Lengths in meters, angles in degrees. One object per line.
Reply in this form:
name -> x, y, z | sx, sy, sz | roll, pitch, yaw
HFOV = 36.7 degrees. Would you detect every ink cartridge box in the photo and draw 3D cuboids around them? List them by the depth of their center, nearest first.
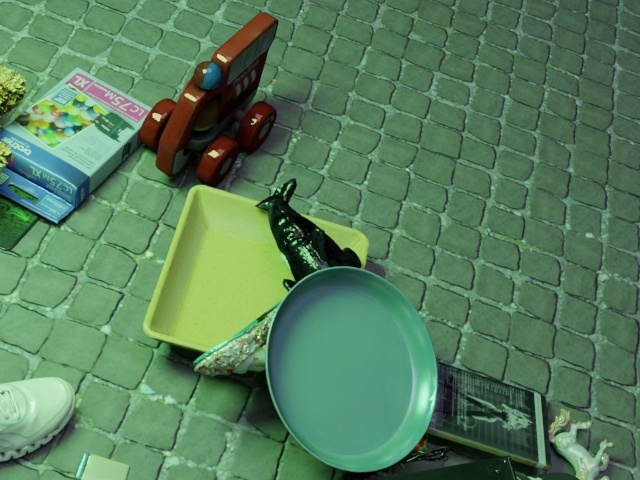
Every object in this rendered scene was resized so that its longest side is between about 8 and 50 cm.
ink cartridge box -> -0.459, -0.179, 1.751 | 0.186, 0.065, 0.311 | 29, 51, 7

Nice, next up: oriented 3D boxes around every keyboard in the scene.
keyboard -> 0.131, 0.370, 1.430 | 0.317, 0.033, 0.201 | -11, 20, 6

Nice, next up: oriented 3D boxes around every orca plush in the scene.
orca plush -> 0.000, 0.000, 1.623 | 0.151, 0.102, 0.287 | -8, 56, -23

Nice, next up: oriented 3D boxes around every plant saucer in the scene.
plant saucer -> 0.045, 0.199, 1.494 | 0.318, 0.044, 0.317 | 12, 68, -30
plant saucer -> -0.104, 0.088, 1.641 | 0.333, 0.081, 0.332 | 17, 50, -5

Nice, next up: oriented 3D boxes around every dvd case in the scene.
dvd case -> 0.277, 0.289, 1.615 | 0.221, 0.018, 0.164 | 18, 35, -4

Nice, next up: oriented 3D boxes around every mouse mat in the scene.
mouse mat -> -0.576, -0.072, 1.669 | 0.190, 0.007, 0.152 | 26, 50, 5

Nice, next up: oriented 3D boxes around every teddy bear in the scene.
teddy bear -> -0.610, -0.197, 1.638 | 0.113, 0.245, 0.338 | 35, 42, -42

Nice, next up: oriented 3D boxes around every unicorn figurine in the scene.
unicorn figurine -> 0.444, 0.364, 1.616 | 0.111, 0.060, 0.162 | -31, 51, -33

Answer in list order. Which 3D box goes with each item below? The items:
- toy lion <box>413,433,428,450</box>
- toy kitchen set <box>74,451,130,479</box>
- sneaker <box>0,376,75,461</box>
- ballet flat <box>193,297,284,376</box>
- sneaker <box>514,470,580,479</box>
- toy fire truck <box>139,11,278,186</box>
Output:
toy lion -> 0.142, 0.301, 1.585 | 0.100, 0.034, 0.096 | -34, 76, -35
toy kitchen set -> -0.340, 0.405, 1.263 | 0.122, 0.166, 0.207 | 14, 50, -6
sneaker -> -0.489, 0.255, 1.369 | 0.292, 0.118, 0.110 | -15, 57, -28
ballet flat -> -0.085, 0.154, 1.491 | 0.241, 0.091, 0.077 | -34, 83, -32
sneaker -> 0.294, 0.417, 1.467 | 0.331, 0.146, 0.122 | -12, 56, -26
toy fire truck -> -0.195, -0.263, 1.773 | 0.169, 0.254, 0.302 | 33, 51, 10
